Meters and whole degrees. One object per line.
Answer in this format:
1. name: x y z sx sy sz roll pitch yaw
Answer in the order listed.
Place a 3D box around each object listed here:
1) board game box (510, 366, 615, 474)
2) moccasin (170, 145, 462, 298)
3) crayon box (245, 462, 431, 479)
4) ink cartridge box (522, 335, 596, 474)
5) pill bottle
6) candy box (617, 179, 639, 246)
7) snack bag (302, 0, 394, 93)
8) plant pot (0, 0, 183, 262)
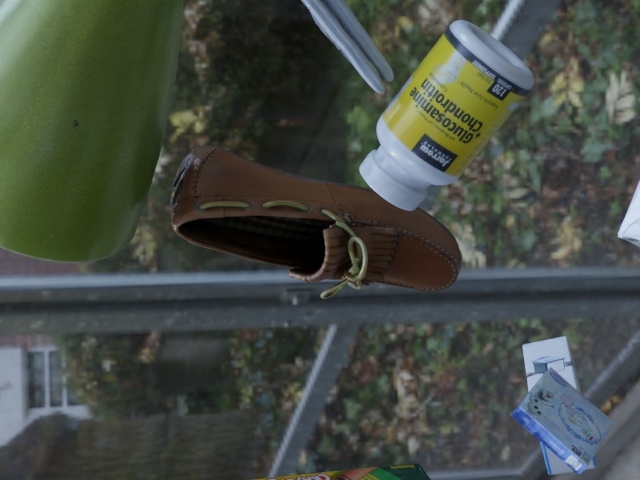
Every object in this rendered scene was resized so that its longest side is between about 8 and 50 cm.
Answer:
1. board game box: 0.254 0.187 1.090 0.090 0.090 0.020 42 129 12
2. moccasin: 0.002 -0.002 1.279 0.139 0.380 0.147 -49 31 41
3. crayon box: 0.018 0.392 1.157 0.313 0.363 0.106 -134 50 -55
4. ink cartridge box: 0.385 0.263 1.685 0.190 0.082 0.139 -77 -28 -67
5. pill bottle: 0.122 -0.122 1.055 0.184 0.103 0.103 -53 31 22
6. candy box: 0.561 -0.043 1.552 0.070 0.196 0.165 20 88 64
7. snack bag: -0.059 -0.331 1.093 0.342 0.037 0.323 51 -173 -29
8. plant pot: -0.271 -0.175 1.128 0.293 0.275 0.275 -58 30 27
